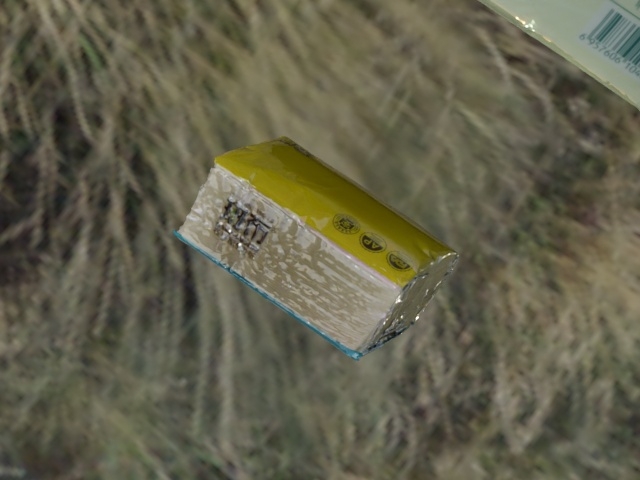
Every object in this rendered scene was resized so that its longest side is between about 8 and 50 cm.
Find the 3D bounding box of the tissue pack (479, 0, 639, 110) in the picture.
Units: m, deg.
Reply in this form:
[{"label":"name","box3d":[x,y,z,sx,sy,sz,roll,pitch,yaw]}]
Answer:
[{"label":"tissue pack","box3d":[0.269,-0.349,1.661,0.380,0.207,0.297,33,116,-15]}]

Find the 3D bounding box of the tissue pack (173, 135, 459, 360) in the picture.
[{"label":"tissue pack","box3d":[0.000,0.000,1.200,0.082,0.169,0.120,-62,164,22]}]
